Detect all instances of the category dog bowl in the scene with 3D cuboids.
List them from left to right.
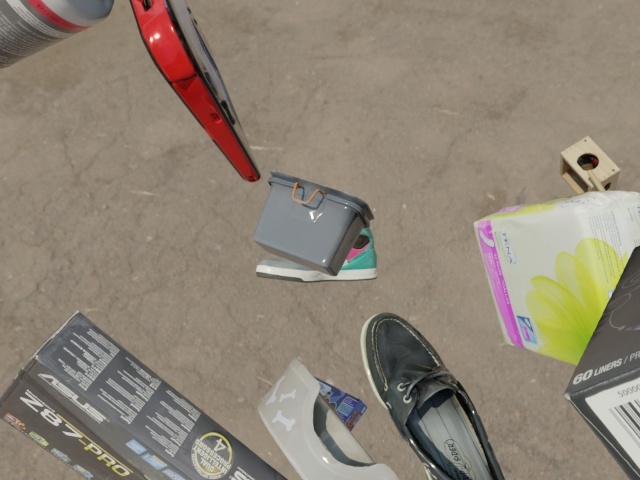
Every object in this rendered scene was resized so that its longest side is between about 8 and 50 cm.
[{"bbox_3d":[0.032,0.352,0.882,0.102,0.348,0.349,-39,57,-11],"label":"dog bowl"}]

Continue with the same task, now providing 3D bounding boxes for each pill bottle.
[{"bbox_3d":[-0.499,-0.371,0.864,0.319,0.176,0.176,-14,50,21],"label":"pill bottle"}]

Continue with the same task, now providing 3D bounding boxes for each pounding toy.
[{"bbox_3d":[0.714,-0.161,1.418,0.094,0.181,0.206,-33,61,7],"label":"pounding toy"}]

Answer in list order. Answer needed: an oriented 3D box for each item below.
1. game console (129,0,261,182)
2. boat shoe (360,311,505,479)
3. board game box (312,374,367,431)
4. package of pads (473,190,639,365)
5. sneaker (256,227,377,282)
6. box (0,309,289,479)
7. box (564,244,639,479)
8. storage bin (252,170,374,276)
[{"bbox_3d":[-0.214,-0.322,0.928,0.060,0.342,0.386,-26,60,5],"label":"game console"},{"bbox_3d":[0.165,0.246,0.811,0.127,0.113,0.340,-14,67,-14],"label":"boat shoe"},{"bbox_3d":[-0.007,0.381,1.232,0.136,0.035,0.201,-50,31,-20],"label":"board game box"},{"bbox_3d":[0.345,0.052,0.796,0.101,0.296,0.229,-15,92,-11],"label":"package of pads"},{"bbox_3d":[0.000,0.000,1.215,0.296,0.124,0.178,0,90,-32],"label":"sneaker"},{"bbox_3d":[-0.282,0.309,0.847,0.395,0.318,0.097,43,44,-11],"label":"box"},{"bbox_3d":[0.304,0.063,0.370,0.143,0.165,0.270,54,41,6],"label":"box"},{"bbox_3d":[-0.016,-0.019,0.686,0.135,0.098,0.091,19,78,20],"label":"storage bin"}]
